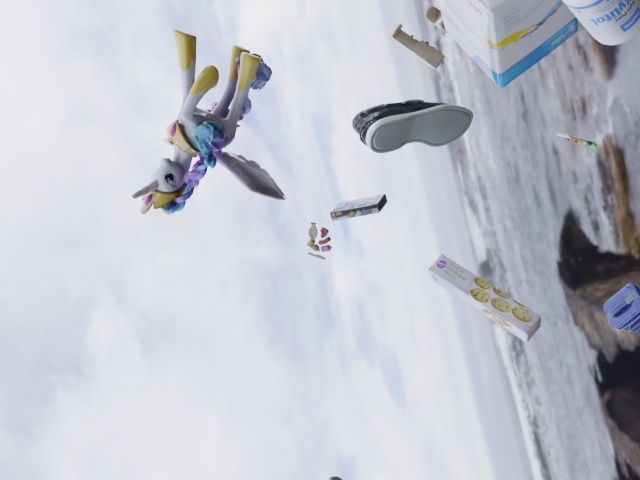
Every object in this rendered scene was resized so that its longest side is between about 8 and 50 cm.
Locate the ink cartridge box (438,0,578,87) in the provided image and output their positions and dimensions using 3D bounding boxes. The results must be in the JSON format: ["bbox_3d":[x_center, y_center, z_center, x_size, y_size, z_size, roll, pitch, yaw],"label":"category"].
[{"bbox_3d":[0.353,-0.475,1.328,0.198,0.197,0.270,55,-175,24],"label":"ink cartridge box"}]

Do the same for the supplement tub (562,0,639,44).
[{"bbox_3d":[0.326,-0.280,0.802,0.107,0.071,0.071,22,-129,-43],"label":"supplement tub"}]

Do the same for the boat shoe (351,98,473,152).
[{"bbox_3d":[0.212,-0.272,1.574,0.091,0.302,0.114,50,136,39],"label":"boat shoe"}]

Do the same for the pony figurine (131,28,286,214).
[{"bbox_3d":[-0.227,-0.227,1.461,0.351,0.303,0.363,-10,-56,-60],"label":"pony figurine"}]

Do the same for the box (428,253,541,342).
[{"bbox_3d":[0.433,0.151,1.855,0.324,0.067,0.063,36,165,32],"label":"box"}]

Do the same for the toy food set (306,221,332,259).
[{"bbox_3d":[0.000,0.000,2.038,0.019,0.078,0.122,-60,-13,-47],"label":"toy food set"}]

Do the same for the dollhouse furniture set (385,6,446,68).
[{"bbox_3d":[0.325,-0.639,1.975,0.161,0.242,0.212,31,-167,-13],"label":"dollhouse furniture set"}]

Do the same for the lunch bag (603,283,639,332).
[{"bbox_3d":[0.594,0.131,1.338,0.098,0.065,0.067,-57,31,39],"label":"lunch bag"}]

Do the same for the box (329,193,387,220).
[{"bbox_3d":[0.103,-0.089,1.870,0.094,0.137,0.027,-48,-55,-62],"label":"box"}]

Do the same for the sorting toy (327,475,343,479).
[{"bbox_3d":[0.090,0.433,1.038,0.193,0.038,0.208,41,166,5],"label":"sorting toy"}]

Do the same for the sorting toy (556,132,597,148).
[{"bbox_3d":[0.506,-0.194,1.363,0.083,0.062,0.012,-113,39,-74],"label":"sorting toy"}]
